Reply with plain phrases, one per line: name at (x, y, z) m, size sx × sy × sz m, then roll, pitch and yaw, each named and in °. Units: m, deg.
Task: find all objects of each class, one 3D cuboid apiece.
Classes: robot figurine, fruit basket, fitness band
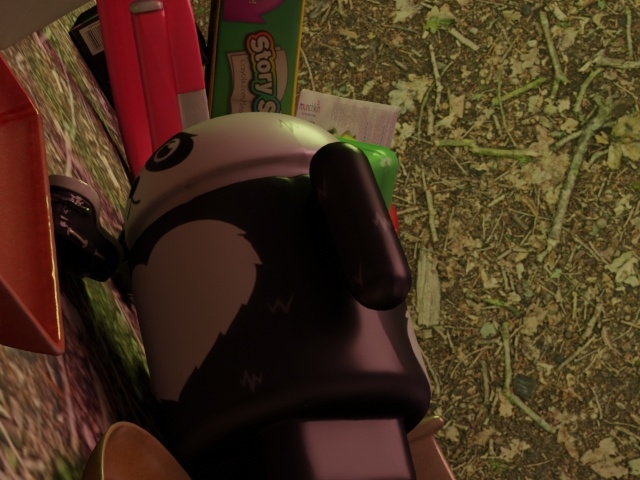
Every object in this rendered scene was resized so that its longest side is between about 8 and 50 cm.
robot figurine at (-0.033, 0.050, 0.789) m, size 0.173 × 0.209 × 0.278 m, roll 50°, pitch 23°, yaw -62°
fruit basket at (0.000, 0.000, 1.368) m, size 0.353 × 0.165 × 0.327 m, roll -21°, pitch 122°, yaw -76°
fitness band at (-0.161, -0.160, 1.145) m, size 0.209 × 0.054 × 0.290 m, roll -141°, pitch -139°, yaw -61°

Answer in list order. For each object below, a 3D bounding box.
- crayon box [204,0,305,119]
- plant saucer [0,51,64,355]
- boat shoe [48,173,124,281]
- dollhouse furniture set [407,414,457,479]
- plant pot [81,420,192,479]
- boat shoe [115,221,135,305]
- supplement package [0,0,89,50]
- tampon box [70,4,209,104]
crayon box at (-0.090, -0.189, 1.505) m, size 0.313 × 0.106 × 0.363 m, roll -107°, pitch -158°, yaw -75°
plant saucer at (-0.210, -0.095, 0.569) m, size 0.258 × 0.048 × 0.259 m, roll 61°, pitch 3°, yaw -34°
boat shoe at (-0.154, 0.002, 0.780) m, size 0.125 × 0.046 × 0.038 m, roll 97°, pitch 11°, yaw -66°
dollhouse furniture set at (0.023, 0.225, 1.071) m, size 0.262 × 0.135 × 0.259 m, roll 63°, pitch -20°, yaw 6°
plant pot at (-0.061, 0.202, 0.609) m, size 0.236 × 0.032 × 0.236 m, roll 62°, pitch 3°, yaw -6°
boat shoe at (-0.140, 0.003, 0.981) m, size 0.040 × 0.049 × 0.142 m, roll 61°, pitch 5°, yaw -25°
supplement package at (-0.211, -0.280, 0.861) m, size 0.203 × 0.194 × 0.149 m, roll 62°, pitch 3°, yaw 8°
tampon box at (-0.205, -0.235, 1.411) m, size 0.101 × 0.120 × 0.161 m, roll 62°, pitch 2°, yaw -19°
